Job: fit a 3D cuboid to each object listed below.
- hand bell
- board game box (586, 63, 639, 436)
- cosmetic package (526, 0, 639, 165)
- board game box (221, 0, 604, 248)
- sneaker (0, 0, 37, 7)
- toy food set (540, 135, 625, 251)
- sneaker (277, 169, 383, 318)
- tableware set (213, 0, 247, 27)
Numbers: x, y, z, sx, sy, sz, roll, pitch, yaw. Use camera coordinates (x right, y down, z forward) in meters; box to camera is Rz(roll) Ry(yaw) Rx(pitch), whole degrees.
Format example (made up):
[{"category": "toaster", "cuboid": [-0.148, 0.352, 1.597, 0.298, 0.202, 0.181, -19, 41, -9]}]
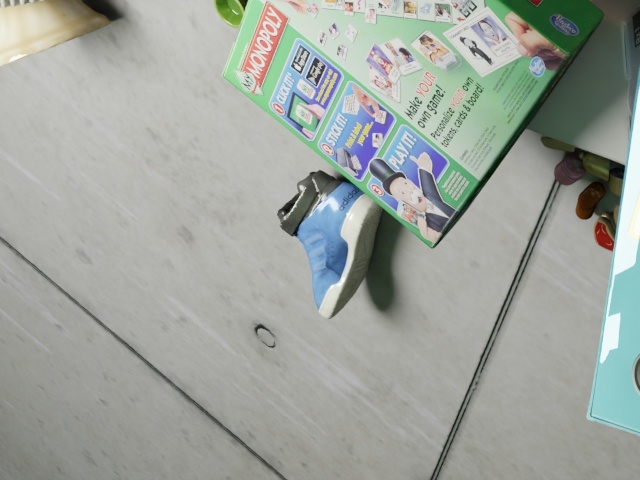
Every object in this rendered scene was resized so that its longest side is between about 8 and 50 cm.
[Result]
[{"category": "hand bell", "cuboid": [-0.295, -0.290, 1.711, 0.126, 0.126, 0.242, -6, 108, 53]}, {"category": "board game box", "cuboid": [0.305, -0.022, 1.109, 0.253, 0.079, 0.336, 18, 107, 41]}, {"category": "cosmetic package", "cuboid": [0.143, -0.156, 1.293, 0.238, 0.107, 0.127, 23, 141, 32]}, {"category": "board game box", "cuboid": [0.050, -0.133, 1.284, 0.213, 0.046, 0.317, 41, 155, 5]}, {"category": "sneaker", "cuboid": [-0.225, -0.289, 1.588, 0.282, 0.102, 0.161, -1, 86, 26]}, {"category": "toy food set", "cuboid": [0.214, -0.035, 1.415, 0.078, 0.019, 0.122, 11, 140, 46]}, {"category": "sneaker", "cuboid": [0.001, -0.001, 1.673, 0.084, 0.058, 0.152, 32, 141, 16]}, {"category": "tableware set", "cuboid": [-0.045, -0.211, 1.538, 0.154, 0.024, 0.104, 13, 134, 43]}]
